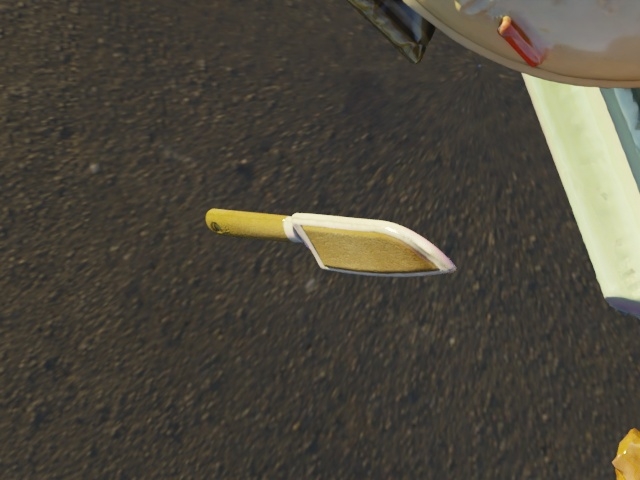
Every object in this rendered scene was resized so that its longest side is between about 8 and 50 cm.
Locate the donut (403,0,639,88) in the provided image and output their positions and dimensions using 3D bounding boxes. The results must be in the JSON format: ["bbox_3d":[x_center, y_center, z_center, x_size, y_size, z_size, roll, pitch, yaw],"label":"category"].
[{"bbox_3d":[0.173,-0.257,0.639,0.383,0.142,0.382,4,110,11],"label":"donut"}]

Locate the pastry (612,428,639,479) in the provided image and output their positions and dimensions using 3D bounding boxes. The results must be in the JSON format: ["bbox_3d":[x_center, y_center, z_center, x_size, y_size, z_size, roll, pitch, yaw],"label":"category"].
[{"bbox_3d":[0.348,0.199,0.658,0.405,0.337,0.292,12,95,10],"label":"pastry"}]

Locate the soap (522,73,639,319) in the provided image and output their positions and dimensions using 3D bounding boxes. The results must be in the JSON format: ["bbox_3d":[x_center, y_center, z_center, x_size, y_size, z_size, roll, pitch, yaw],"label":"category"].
[{"bbox_3d":[0.321,-0.099,0.964,0.261,0.156,0.446,-15,80,-24],"label":"soap"}]

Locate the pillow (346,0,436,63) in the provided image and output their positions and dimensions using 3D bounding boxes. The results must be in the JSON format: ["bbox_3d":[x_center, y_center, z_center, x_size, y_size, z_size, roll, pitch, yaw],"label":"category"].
[{"bbox_3d":[0.076,-0.239,0.848,0.113,0.038,0.203,38,73,-33],"label":"pillow"}]

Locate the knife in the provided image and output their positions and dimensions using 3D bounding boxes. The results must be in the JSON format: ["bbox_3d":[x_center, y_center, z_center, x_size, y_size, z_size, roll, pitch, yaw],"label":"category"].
[{"bbox_3d":[0.001,-0.001,0.810,0.022,0.256,0.046,-40,116,-28],"label":"knife"}]
